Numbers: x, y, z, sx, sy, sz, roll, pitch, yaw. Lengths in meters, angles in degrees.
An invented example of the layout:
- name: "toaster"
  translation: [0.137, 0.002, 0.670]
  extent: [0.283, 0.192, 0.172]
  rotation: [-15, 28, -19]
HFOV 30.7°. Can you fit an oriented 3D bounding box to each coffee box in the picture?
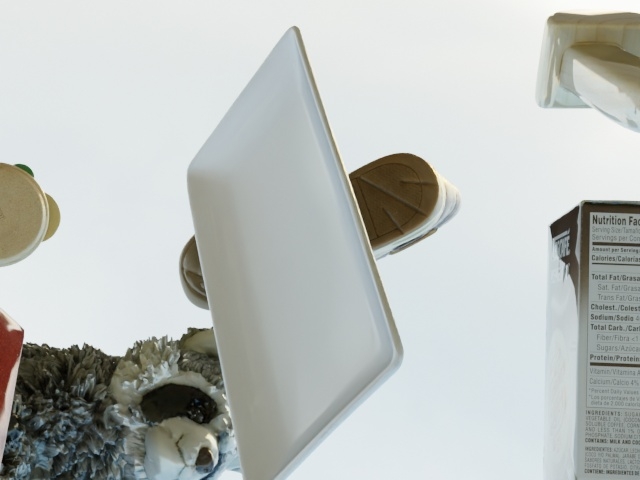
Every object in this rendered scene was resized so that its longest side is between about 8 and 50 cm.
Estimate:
- name: "coffee box"
  translation: [0.201, 0.104, 0.753]
  extent: [0.098, 0.246, 0.141]
  rotation: [2, 174, 2]

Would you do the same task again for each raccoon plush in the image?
- name: "raccoon plush"
  translation: [-0.270, 0.131, 1.174]
  extent: [0.299, 0.216, 0.446]
  rotation: [-21, -135, -36]

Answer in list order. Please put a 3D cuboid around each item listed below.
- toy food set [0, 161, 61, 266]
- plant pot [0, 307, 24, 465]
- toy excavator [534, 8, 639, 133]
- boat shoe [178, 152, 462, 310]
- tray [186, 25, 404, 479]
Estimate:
- name: "toy food set"
  translation: [-0.247, -0.021, 0.886]
  extent: [0.083, 0.082, 0.020]
  rotation: [-41, -168, -11]
- name: "plant pot"
  translation: [-0.306, 0.080, 0.453]
  extent: [0.267, 0.235, 0.267]
  rotation: [-28, -152, 7]
- name: "toy excavator"
  translation: [0.365, -0.074, 0.835]
  extent: [0.445, 0.222, 0.433]
  rotation: [11, -155, 13]
- name: "boat shoe"
  translation: [0.000, 0.000, 1.323]
  extent: [0.342, 0.123, 0.123]
  rotation: [-24, 164, 24]
- name: "tray"
  translation: [-0.018, 0.007, 0.692]
  extent: [0.030, 0.145, 0.270]
  rotation: [16, -139, -32]
